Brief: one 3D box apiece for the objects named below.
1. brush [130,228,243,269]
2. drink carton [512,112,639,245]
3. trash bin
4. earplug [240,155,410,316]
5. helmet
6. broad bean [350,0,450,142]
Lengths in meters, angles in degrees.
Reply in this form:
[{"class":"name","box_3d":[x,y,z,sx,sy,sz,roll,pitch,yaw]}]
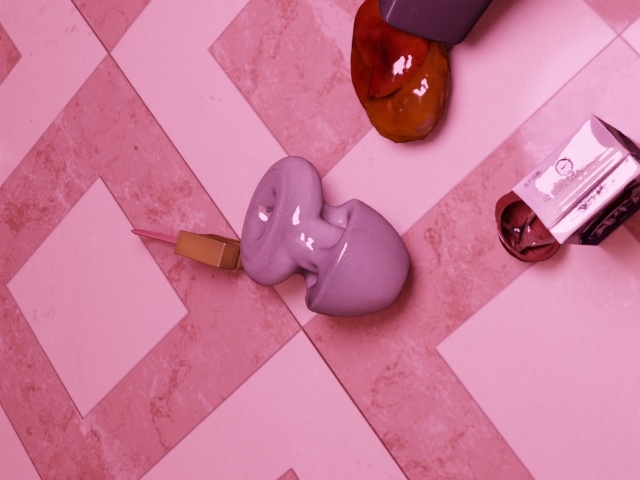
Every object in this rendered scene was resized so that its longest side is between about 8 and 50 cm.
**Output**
[{"class":"brush","box_3d":[-0.232,0.002,1.521,0.234,0.103,0.047,15,93,29]},{"class":"drink carton","box_3d":[0.351,-0.072,1.128,0.134,0.222,0.101,-44,69,21]},{"class":"trash bin","box_3d":[0.190,-0.425,1.170,0.290,0.183,0.209,121,157,-53]},{"class":"earplug","box_3d":[-0.008,-0.001,1.370,0.326,0.175,0.214,33,107,35]},{"class":"helmet","box_3d":[0.290,-0.012,1.257,0.089,0.057,0.111,-19,71,-9]},{"class":"broad bean","box_3d":[0.115,-0.261,1.321,0.156,0.122,0.228,-9,81,25]}]
